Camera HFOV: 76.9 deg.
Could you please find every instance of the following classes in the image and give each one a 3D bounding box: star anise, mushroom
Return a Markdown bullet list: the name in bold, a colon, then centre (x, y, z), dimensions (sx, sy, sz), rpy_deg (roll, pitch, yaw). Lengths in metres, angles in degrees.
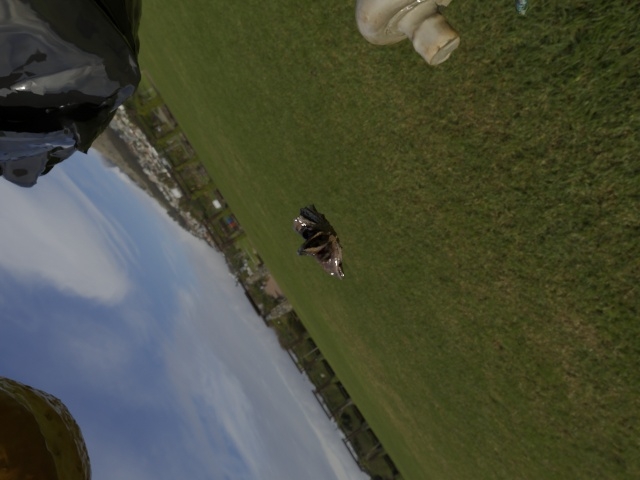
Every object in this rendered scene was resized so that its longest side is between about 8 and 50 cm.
- **star anise**: centre (-0.004, -0.010, 0.633), dimensions (0.124, 0.056, 0.129), rpy_deg (33, -144, -45)
- **mushroom**: centre (0.181, -0.440, 0.749), dimensions (0.209, 0.206, 0.206), rpy_deg (34, 171, -5)

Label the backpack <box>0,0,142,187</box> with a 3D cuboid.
- **backpack**: centre (-0.360, -0.126, 0.246), dimensions (0.363, 0.446, 0.254), rpy_deg (39, -156, -55)

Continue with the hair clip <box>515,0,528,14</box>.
- **hair clip**: centre (0.195, -0.290, 0.369), dimensions (0.229, 0.036, 0.065), rpy_deg (12, -96, -73)

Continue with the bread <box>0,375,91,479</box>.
- **bread**: centre (-0.309, 0.210, 0.253), dimensions (0.312, 0.312, 0.172), rpy_deg (56, 166, 10)
